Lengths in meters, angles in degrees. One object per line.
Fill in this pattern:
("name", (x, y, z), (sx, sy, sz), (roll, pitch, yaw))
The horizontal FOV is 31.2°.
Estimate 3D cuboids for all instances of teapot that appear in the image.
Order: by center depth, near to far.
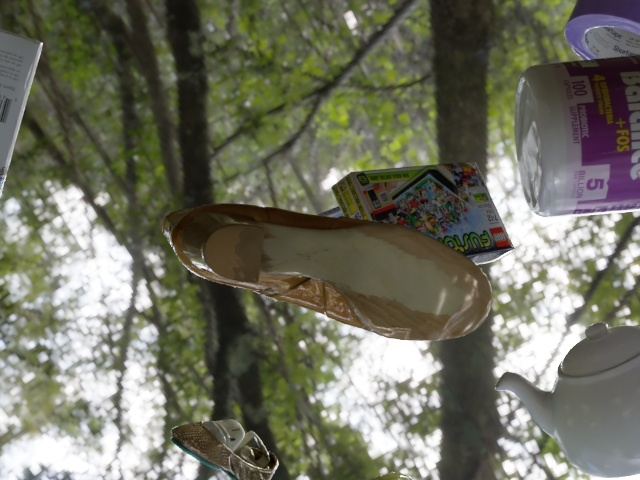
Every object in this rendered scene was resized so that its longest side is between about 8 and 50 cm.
("teapot", (0.428, 0.198, 1.605), (0.256, 0.187, 0.252), (-30, -170, -29))

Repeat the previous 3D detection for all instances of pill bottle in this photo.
("pill bottle", (0.373, -0.118, 1.238), (0.302, 0.169, 0.169), (-6, -156, 0))

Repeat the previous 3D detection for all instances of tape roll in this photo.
("tape roll", (0.470, -0.318, 1.721), (0.189, 0.189, 0.080), (8, -112, 55))

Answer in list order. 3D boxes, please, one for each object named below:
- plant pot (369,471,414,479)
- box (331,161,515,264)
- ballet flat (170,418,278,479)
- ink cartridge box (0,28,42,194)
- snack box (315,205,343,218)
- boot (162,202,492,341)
("plant pot", (0.099, 0.473, 1.416), (0.276, 0.276, 0.254), (-36, -122, -19))
("box", (0.113, -0.023, 1.226), (0.207, 0.114, 0.036), (-9, 160, -45))
("ballet flat", (-0.117, 0.263, 1.462), (0.067, 0.206, 0.073), (-48, -125, -4))
("ink cartridge box", (-0.460, -0.131, 1.343), (0.197, 0.198, 0.270), (-149, -105, -72))
("snack box", (0.000, 0.000, 1.492), (0.178, 0.064, 0.022), (-23, -159, -25))
("boot", (0.000, 0.015, 1.113), (0.295, 0.104, 0.211), (12, -175, -16))
